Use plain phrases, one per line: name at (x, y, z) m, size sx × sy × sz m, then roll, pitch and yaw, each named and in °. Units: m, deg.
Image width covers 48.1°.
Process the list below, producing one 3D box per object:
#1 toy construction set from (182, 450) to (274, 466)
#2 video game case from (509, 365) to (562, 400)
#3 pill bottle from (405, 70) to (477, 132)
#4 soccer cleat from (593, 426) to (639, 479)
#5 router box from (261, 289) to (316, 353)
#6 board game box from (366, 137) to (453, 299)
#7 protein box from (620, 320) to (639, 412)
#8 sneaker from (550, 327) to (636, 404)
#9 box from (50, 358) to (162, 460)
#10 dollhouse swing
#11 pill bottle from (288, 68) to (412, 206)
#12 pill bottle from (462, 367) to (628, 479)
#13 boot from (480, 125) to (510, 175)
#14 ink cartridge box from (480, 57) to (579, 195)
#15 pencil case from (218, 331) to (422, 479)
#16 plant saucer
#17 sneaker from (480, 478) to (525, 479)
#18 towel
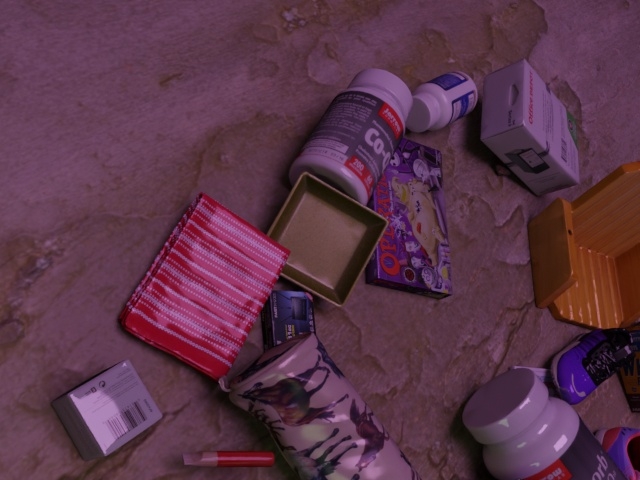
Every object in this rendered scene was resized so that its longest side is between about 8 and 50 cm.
toy construction set at (-0.165, 0.437, 0.972) m, size 0.238 × 0.257 × 0.308 m, roll 8°, pitch 46°, yaw -21°
video game case at (0.490, 0.357, 1.605) m, size 0.157 × 0.019 × 0.143 m, roll 11°, pitch 66°, yaw -34°
pill bottle at (0.271, -0.317, 1.659) m, size 0.187 × 0.112 × 0.112 m, roll -31°, pitch 91°, yaw -41°
soccer cleat at (0.679, 0.573, 1.592) m, size 0.109 × 0.116 × 0.318 m, roll 24°, pitch 58°, yaw -27°
router box at (-0.056, 0.150, 1.266) m, size 0.092 × 0.038 × 0.122 m, roll 6°, pitch 68°, yaw -34°
board game box at (0.182, -0.059, 1.530) m, size 0.208 × 0.056 × 0.346 m, roll 11°, pitch 65°, yaw -29°
protein box at (0.873, 0.309, 1.820) m, size 0.200 × 0.136 × 0.201 m, roll -13°, pitch 87°, yaw -40°
sneaker at (0.642, 0.274, 1.655) m, size 0.293 × 0.146 × 0.102 m, roll -31°, pitch 94°, yaw -48°
box at (-0.302, 0.239, 1.012) m, size 0.101 × 0.087 × 0.101 m, roll -31°, pitch 91°, yaw -41°
dollhouse swing at (0.747, 0.028, 1.749) m, size 0.347 × 0.305 × 0.314 m, roll 17°, pitch 62°, yaw -32°
pill bottle at (0.069, -0.197, 1.406) m, size 0.161 × 0.161 × 0.283 m, roll 40°, pitch 59°, yaw -17°
pill bottle at (0.454, 0.444, 1.416) m, size 0.363 × 0.210 × 0.210 m, roll 51°, pitch 50°, yaw -8°
boot at (0.440, -0.225, 1.799) m, size 0.107 × 0.037 × 0.114 m, roll 24°, pitch 62°, yaw -27°
ink cartridge box at (0.526, -0.278, 1.790) m, size 0.289 × 0.122 × 0.211 m, roll 34°, pitch 53°, yaw -38°
pencil case at (0.016, 0.336, 1.152) m, size 0.184 × 0.160 × 0.410 m, roll -37°, pitch 99°, yaw -15°
plant saucer at (0.000, 0.000, 1.315) m, size 0.188 × 0.045 × 0.188 m, roll 30°, pitch 83°, yaw -9°
sneaker at (0.329, 0.495, 1.311) m, size 0.094 × 0.208 × 0.081 m, roll -26°, pitch 84°, yaw -29°
towel at (-0.182, 0.075, 1.181) m, size 0.199 × 0.031 × 0.274 m, roll 36°, pitch 61°, yaw -17°
